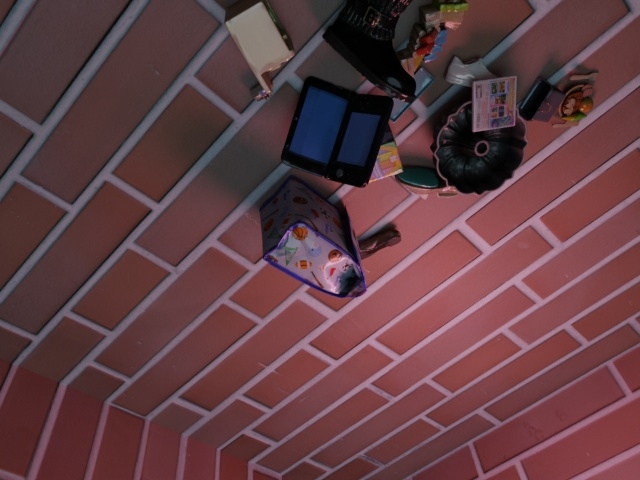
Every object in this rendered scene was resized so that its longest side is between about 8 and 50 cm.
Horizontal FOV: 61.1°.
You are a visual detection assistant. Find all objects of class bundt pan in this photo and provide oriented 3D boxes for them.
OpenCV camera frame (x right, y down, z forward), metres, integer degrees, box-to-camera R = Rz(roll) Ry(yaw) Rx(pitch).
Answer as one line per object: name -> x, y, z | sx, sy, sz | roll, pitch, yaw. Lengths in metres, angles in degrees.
bundt pan -> 0.516, -0.324, 1.819 | 0.330, 0.124, 0.331 | -4, 113, -9

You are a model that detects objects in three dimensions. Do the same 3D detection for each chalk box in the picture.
chalk box -> 0.154, -0.281, 1.833 | 0.212, 0.132, 0.132 | -17, 127, 8

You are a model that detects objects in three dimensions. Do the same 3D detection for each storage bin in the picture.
storage bin -> 0.744, -0.456, 1.800 | 0.091, 0.098, 0.135 | 7, 127, -25

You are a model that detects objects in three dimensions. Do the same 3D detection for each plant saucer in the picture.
plant saucer -> 0.283, -0.475, 1.772 | 0.067, 0.018, 0.192 | 32, 117, -27

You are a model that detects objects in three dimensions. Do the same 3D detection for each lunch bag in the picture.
lunch bag -> 0.000, 0.000, 1.909 | 0.385, 0.328, 0.239 | 35, 114, -26

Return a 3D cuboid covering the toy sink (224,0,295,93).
toy sink -> -0.158, -0.572, 1.560 | 0.131, 0.153, 0.234 | -25, 125, 11

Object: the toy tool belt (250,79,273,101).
toy tool belt -> -0.176, -0.469, 1.708 | 0.083, 0.052, 0.051 | -28, 157, 18

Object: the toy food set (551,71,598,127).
toy food set -> 0.863, -0.462, 1.822 | 0.132, 0.039, 0.192 | -9, 129, -18

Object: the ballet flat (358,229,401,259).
ballet flat -> 0.196, 0.016, 2.120 | 0.249, 0.058, 0.084 | -24, 148, 18

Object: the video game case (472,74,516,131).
video game case -> 0.545, -0.429, 1.705 | 0.143, 0.019, 0.157 | -10, 113, -8

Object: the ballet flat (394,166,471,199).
ballet flat -> 0.413, -0.197, 1.951 | 0.315, 0.108, 0.106 | 1, 141, -7

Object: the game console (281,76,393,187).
game console -> 0.050, -0.338, 1.684 | 0.173, 0.250, 0.293 | 14, 94, -45

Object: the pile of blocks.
pile of blocks -> 0.346, -0.624, 1.605 | 0.148, 0.113, 0.362 | 15, 125, -17

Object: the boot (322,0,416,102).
boot -> 0.198, -0.588, 1.547 | 0.348, 0.131, 0.260 | 40, 117, -4

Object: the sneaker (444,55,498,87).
sneaker -> 0.509, -0.531, 1.725 | 0.212, 0.080, 0.094 | 8, 114, -11
